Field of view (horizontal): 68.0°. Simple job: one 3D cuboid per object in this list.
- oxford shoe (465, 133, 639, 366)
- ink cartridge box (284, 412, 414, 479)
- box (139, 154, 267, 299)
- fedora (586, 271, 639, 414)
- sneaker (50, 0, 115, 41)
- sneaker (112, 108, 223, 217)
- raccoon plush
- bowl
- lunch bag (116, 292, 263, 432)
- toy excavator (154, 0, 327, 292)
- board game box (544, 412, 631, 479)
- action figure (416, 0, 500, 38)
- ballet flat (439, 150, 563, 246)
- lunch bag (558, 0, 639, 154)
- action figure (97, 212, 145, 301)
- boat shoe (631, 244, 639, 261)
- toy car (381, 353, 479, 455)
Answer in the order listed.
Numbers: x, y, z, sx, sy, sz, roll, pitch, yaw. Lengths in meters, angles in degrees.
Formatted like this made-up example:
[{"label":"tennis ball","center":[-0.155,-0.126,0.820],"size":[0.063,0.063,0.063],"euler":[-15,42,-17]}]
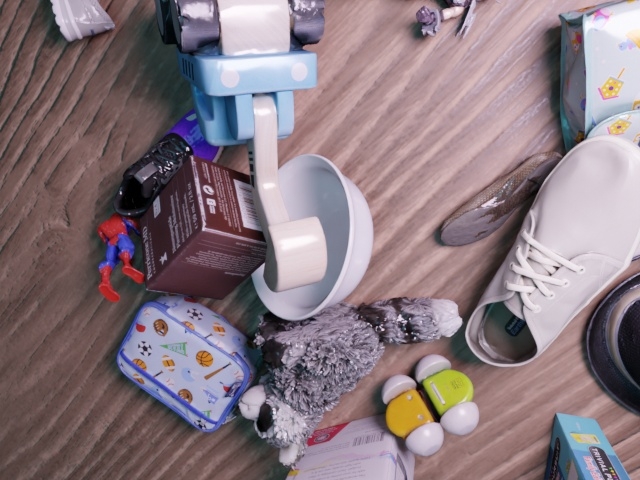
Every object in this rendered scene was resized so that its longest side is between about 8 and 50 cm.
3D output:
[{"label":"oxford shoe","center":[0.370,0.048,0.772],"size":[0.169,0.130,0.449],"euler":[42,129,34]},{"label":"ink cartridge box","center":[0.052,0.483,0.913],"size":[0.226,0.306,0.131],"euler":[-19,97,17]},{"label":"box","center":[-0.210,-0.015,0.887],"size":[0.203,0.167,0.168],"euler":[-40,53,31]},{"label":"fedora","center":[0.640,0.205,0.794],"size":[0.334,0.152,0.333],"euler":[3,103,13]},{"label":"sneaker","center":[-0.487,-0.541,0.948],"size":[0.115,0.105,0.281],"euler":[-12,96,-19]},{"label":"sneaker","center":[-0.309,-0.145,0.947],"size":[0.102,0.146,0.293],"euler":[45,108,1]},{"label":"raccoon plush","center":[0.053,0.287,0.931],"size":[0.447,0.216,0.299],"euler":[-2,108,14]},{"label":"bowl","center":[0.000,0.000,0.882],"size":[0.298,0.134,0.297],"euler":[-13,73,47]},{"label":"lunch bag","center":[-0.289,0.275,1.053],"size":[0.303,0.115,0.243],"euler":[36,110,5]},{"label":"toy excavator","center":[-0.105,-0.194,0.791],"size":[0.223,0.433,0.444],"euler":[-13,121,-20]},{"label":"board game box","center":[0.461,0.501,0.804],"size":[0.079,0.336,0.253],"euler":[6,103,12]},{"label":"action figure","center":[0.173,-0.446,0.796],"size":[0.285,0.099,0.185],"euler":[16,100,6]},{"label":"ballet flat","center":[0.323,-0.077,0.864],"size":[0.250,0.058,0.084],"euler":[-40,126,23]},{"label":"lunch bag","center":[0.501,-0.239,0.732],"size":[0.224,0.160,0.262],"euler":[-9,113,12]},{"label":"action figure","center":[-0.394,0.035,0.986],"size":[0.091,0.280,0.139],"euler":[-35,131,-1]},{"label":"boat shoe","center":[0.597,-0.008,0.780],"size":[0.341,0.127,0.158],"euler":[-34,109,28]},{"label":"toy car","center":[0.222,0.331,0.935],"size":[0.182,0.159,0.136],"euler":[-33,133,5]}]
